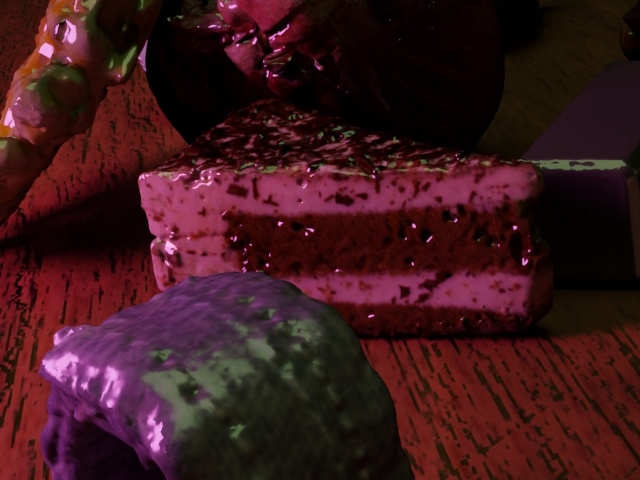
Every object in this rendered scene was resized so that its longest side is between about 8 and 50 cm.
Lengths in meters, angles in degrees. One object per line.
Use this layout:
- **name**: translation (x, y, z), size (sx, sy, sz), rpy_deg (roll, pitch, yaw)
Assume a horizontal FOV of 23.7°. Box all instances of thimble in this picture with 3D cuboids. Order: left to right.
- **thimble**: translation (-0.040, 0.091, 0.607), size (0.098, 0.150, 0.150), rpy_deg (-25, 24, -32)

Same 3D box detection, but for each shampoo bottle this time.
- **shampoo bottle**: translation (0.198, -0.055, 0.972), size (0.079, 0.080, 0.246), rpy_deg (2, 24, 26)

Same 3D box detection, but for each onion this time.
- **onion**: translation (-0.007, -0.140, 1.113), size (0.281, 0.221, 0.281), rpy_deg (0, 4, 0)

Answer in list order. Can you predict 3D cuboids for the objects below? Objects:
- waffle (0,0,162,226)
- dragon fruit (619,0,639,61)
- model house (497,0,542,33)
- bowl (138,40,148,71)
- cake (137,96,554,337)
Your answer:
- **waffle**: translation (-0.181, -0.126, 1.110), size (0.297, 0.073, 0.317), rpy_deg (-46, 19, 53)
- **dragon fruit**: translation (0.364, -0.221, 1.190), size (0.295, 0.130, 0.268), rpy_deg (-22, 3, 21)
- **model house**: translation (0.120, -0.276, 1.468), size (0.214, 0.195, 0.189), rpy_deg (-9, 28, 12)
- **bowl**: translation (-0.024, -0.249, 1.357), size (0.313, 0.313, 0.146), rpy_deg (8, 9, 42)
- **cake**: translation (0.003, 0.004, 0.874), size (0.135, 0.112, 0.246), rpy_deg (-27, 29, -31)
